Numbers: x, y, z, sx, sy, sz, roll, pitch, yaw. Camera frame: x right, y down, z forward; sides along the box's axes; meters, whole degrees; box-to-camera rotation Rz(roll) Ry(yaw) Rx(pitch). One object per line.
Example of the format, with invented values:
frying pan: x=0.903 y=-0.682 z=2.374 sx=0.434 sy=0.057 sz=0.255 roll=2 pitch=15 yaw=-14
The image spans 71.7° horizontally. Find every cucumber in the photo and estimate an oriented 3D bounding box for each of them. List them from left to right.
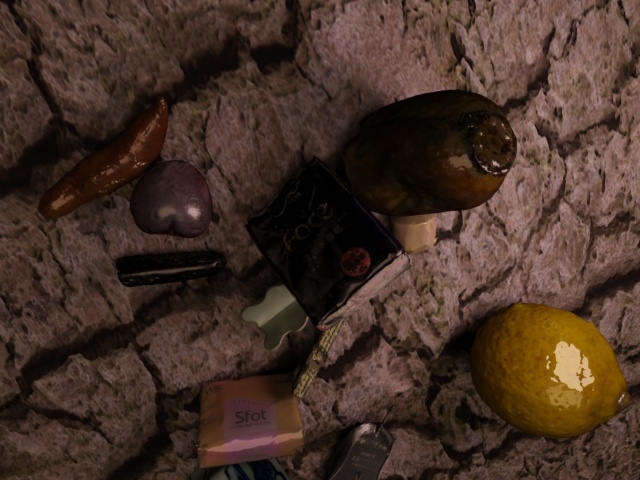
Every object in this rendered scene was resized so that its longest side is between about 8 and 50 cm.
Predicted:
cucumber: x=-0.341 y=0.063 z=1.033 sx=0.242 sy=0.074 sz=0.074 roll=-5 pitch=110 yaw=-11

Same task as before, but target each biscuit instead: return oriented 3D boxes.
biscuit: x=0.001 y=0.277 z=1.134 sx=0.046 sy=0.147 sz=0.249 roll=29 pitch=94 yaw=4

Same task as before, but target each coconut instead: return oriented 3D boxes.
coconut: x=0.230 y=-0.038 z=1.092 sx=0.116 sy=0.116 sz=0.122 roll=-12 pitch=116 yaw=-7

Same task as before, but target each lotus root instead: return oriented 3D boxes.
lotus root: x=0.221 y=-0.172 z=0.899 sx=0.251 sy=0.346 sz=0.250 roll=-2 pitch=94 yaw=-30

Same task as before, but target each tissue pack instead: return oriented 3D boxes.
tissue pack: x=-0.179 y=0.456 z=1.136 sx=0.257 sy=0.215 sz=0.122 roll=-6 pitch=121 yaw=-9
tissue pack: x=0.000 y=0.000 z=0.950 sx=0.245 sy=0.332 sz=0.123 roll=-40 pitch=148 yaw=4

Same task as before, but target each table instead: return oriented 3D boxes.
table: x=-0.078 y=0.156 z=1.073 sx=0.198 sy=0.166 sz=0.166 roll=-39 pitch=112 yaw=4

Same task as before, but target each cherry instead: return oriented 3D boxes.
cherry: x=-0.319 y=-0.083 z=0.951 sx=0.176 sy=0.140 sz=0.176 roll=1 pitch=88 yaw=-19

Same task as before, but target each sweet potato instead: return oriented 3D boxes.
sweet potato: x=-0.428 y=-0.156 z=0.926 sx=0.355 sy=0.095 sz=0.106 roll=-39 pitch=157 yaw=5

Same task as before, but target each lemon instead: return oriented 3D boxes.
lemon: x=0.585 y=0.337 z=1.161 sx=0.350 sy=0.387 sz=0.349 roll=-14 pitch=114 yaw=-34

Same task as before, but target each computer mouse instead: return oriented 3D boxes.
computer mouse: x=0.123 y=0.639 z=1.329 sx=0.167 sy=0.090 sz=0.379 roll=27 pitch=97 yaw=-19

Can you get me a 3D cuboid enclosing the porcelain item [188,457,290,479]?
porcelain item: x=-0.186 y=0.678 z=1.149 sx=0.157 sy=0.281 sz=0.286 roll=-40 pitch=155 yaw=8
